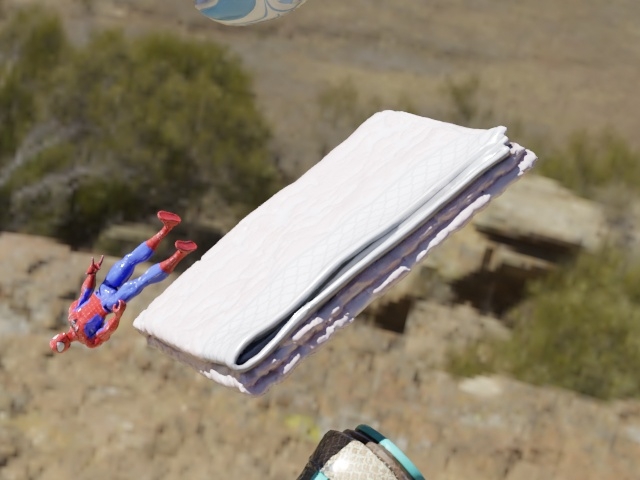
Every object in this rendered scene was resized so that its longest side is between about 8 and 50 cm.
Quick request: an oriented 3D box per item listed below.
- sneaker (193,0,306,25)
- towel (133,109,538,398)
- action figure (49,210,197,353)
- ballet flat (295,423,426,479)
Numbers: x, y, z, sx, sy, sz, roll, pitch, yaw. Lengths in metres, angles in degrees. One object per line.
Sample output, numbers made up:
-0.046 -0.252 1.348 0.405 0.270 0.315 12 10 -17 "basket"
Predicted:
-0.078 -0.221 0.895 0.086 0.085 0.237 -20 80 -59 "sneaker"
0.000 0.000 1.558 0.332 0.053 0.317 -39 17 -12 "towel"
-0.125 0.030 1.043 0.038 0.115 0.030 54 24 21 "action figure"
0.097 0.348 1.582 0.164 0.182 0.483 31 -13 47 "ballet flat"
